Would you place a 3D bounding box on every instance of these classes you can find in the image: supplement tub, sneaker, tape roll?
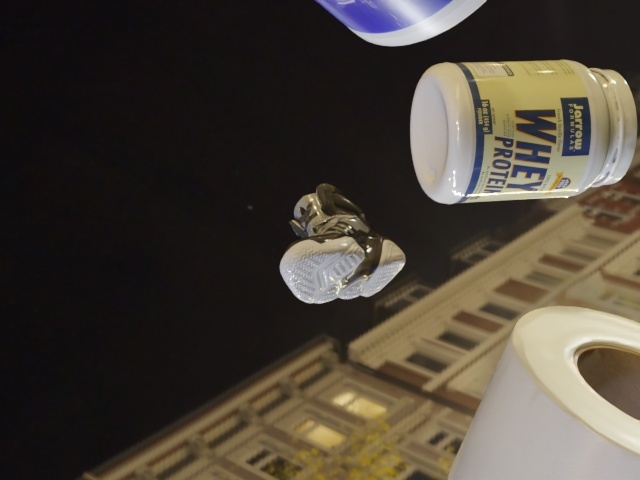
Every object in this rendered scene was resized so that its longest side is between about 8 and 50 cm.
[{"bbox_3d":[0.336,-0.185,1.722,0.325,0.235,0.235,-4,-69,-13],"label":"supplement tub"},{"bbox_3d":[0.000,0.000,1.388,0.101,0.153,0.269,-50,-25,19],"label":"sneaker"},{"bbox_3d":[0.254,0.193,0.904,0.246,0.246,0.169,-13,-50,-49],"label":"tape roll"}]

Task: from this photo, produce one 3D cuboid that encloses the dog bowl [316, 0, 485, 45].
[{"bbox_3d":[0.088,-0.335,1.022,0.104,0.265,0.265,29,-99,-40],"label":"dog bowl"}]
